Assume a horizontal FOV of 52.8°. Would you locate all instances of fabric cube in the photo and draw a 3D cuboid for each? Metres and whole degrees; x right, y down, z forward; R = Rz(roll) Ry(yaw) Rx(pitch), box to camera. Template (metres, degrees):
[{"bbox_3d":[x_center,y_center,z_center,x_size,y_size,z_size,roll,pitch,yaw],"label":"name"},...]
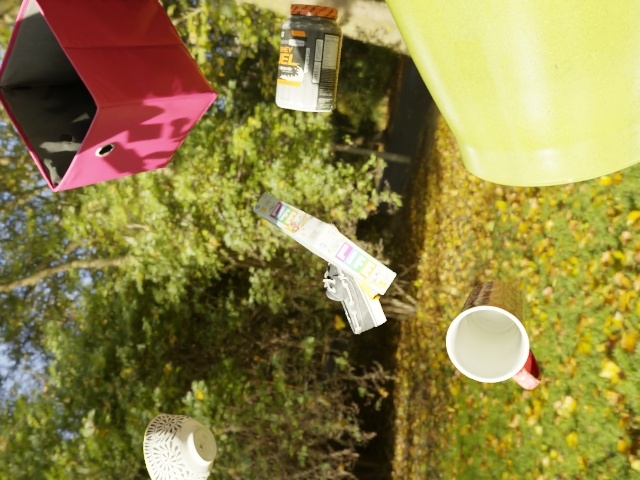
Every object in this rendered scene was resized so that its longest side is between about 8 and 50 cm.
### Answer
[{"bbox_3d":[-0.403,-0.278,1.208,0.258,0.259,0.254,-21,-15,-48],"label":"fabric cube"}]

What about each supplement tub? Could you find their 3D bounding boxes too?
[{"bbox_3d":[-0.021,-0.347,1.231,0.117,0.117,0.190,-75,-9,-75],"label":"supplement tub"}]

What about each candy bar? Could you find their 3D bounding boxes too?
[{"bbox_3d":[0.075,0.058,1.310,0.040,0.161,0.018,-46,21,-23],"label":"candy bar"}]

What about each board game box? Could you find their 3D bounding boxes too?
[{"bbox_3d":[0.000,0.000,0.696,0.026,0.103,0.154,-56,33,-3],"label":"board game box"}]

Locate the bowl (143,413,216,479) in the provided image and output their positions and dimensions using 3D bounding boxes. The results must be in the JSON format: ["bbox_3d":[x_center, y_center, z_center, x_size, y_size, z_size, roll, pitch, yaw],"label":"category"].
[{"bbox_3d":[-0.256,0.408,1.255,0.170,0.080,0.170,53,-158,-32],"label":"bowl"}]

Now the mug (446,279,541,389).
[{"bbox_3d":[0.264,0.144,0.982,0.169,0.113,0.150,-37,-68,-67],"label":"mug"}]

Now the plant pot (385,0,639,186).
[{"bbox_3d":[0.237,-0.262,0.687,0.366,0.367,0.352,-78,-29,-61],"label":"plant pot"}]

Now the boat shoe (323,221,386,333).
[{"bbox_3d":[0.057,0.098,1.526,0.301,0.102,0.108,64,176,-31],"label":"boat shoe"}]
